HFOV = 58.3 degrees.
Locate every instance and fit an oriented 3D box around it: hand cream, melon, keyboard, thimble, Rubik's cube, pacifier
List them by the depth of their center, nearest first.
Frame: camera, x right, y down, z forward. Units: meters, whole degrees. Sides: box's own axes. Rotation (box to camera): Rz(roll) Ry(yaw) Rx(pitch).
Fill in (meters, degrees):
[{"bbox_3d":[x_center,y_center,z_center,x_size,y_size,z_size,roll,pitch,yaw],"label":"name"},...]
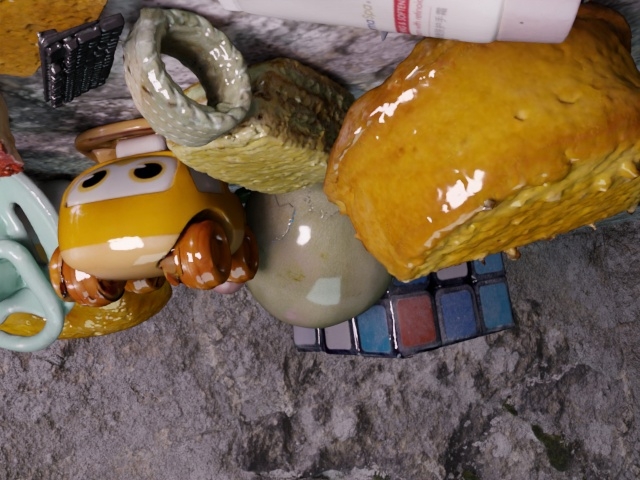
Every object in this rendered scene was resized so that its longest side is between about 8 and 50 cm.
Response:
[{"bbox_3d":[0.031,-0.172,0.357,0.248,0.083,0.133,6,174,12],"label":"hand cream"},{"bbox_3d":[-0.191,-0.137,0.455,0.060,0.018,0.195,-29,-166,-20],"label":"keyboard"},{"bbox_3d":[-0.110,-0.132,0.462,0.062,0.110,0.084,-16,-147,54],"label":"thimble"},{"bbox_3d":[-0.432,0.002,0.825,0.343,0.288,0.269,-6,-159,31],"label":"pacifier"},{"bbox_3d":[0.000,0.000,0.921,0.268,0.268,0.330,-5,148,-12],"label":"melon"},{"bbox_3d":[0.160,0.055,1.245,0.362,0.363,0.359,-1,174,-32],"label":"Rubik's cube"}]

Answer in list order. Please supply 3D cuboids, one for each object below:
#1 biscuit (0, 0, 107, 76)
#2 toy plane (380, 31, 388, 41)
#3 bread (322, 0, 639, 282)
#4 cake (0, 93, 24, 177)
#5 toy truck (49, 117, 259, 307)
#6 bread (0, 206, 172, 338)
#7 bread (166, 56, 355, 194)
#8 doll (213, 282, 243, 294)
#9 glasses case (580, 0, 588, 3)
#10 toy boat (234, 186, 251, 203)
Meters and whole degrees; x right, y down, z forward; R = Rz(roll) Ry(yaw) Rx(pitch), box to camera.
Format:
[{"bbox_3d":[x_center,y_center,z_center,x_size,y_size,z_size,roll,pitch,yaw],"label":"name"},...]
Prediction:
[{"bbox_3d":[-0.253,-0.151,0.380,0.239,0.041,0.212,-13,174,5],"label":"biscuit"},{"bbox_3d":[0.064,-0.184,0.448,0.079,0.031,0.083,-4,173,-22],"label":"toy plane"},{"bbox_3d":[0.174,-0.098,0.520,0.340,0.194,0.179,-17,161,-8],"label":"bread"},{"bbox_3d":[-0.394,-0.095,0.530,0.220,0.086,0.117,-6,172,-10],"label":"cake"},{"bbox_3d":[-0.200,-0.033,0.736,0.204,0.211,0.288,-8,177,11],"label":"toy truck"},{"bbox_3d":[-0.494,0.074,1.100,0.394,0.250,0.361,-3,174,11],"label":"bread"},{"bbox_3d":[-0.052,-0.118,0.604,0.138,0.102,0.196,-13,169,33],"label":"bread"},{"bbox_3d":[-0.206,-0.008,1.186,0.268,0.216,0.284,20,180,2],"label":"doll"},{"bbox_3d":[0.200,-0.198,0.384,0.194,0.049,0.073,-11,172,32],"label":"glasses case"},{"bbox_3d":[-0.070,-0.088,1.072,0.104,0.052,0.210,-9,174,44],"label":"toy boat"}]
